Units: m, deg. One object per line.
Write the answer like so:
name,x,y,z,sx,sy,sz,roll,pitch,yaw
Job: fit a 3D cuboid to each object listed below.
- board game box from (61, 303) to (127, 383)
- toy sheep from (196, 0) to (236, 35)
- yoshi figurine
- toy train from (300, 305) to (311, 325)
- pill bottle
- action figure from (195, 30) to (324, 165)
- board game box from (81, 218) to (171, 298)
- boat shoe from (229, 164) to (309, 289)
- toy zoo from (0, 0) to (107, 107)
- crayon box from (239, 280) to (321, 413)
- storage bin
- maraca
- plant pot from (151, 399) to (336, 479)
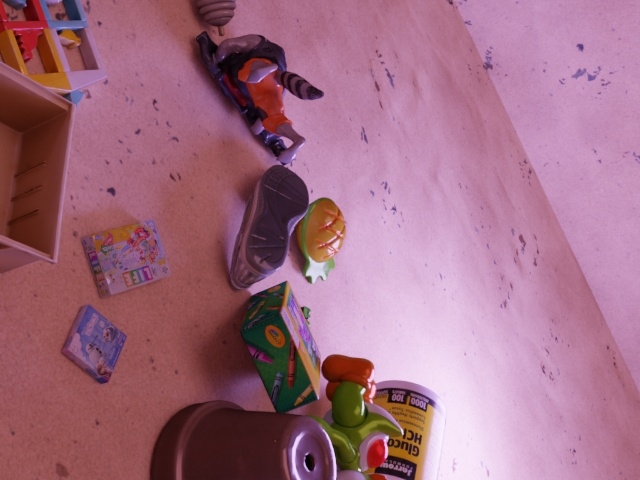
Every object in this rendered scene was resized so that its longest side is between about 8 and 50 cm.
board game box,-0.350,0.161,1.498,0.090,0.020,0.090,47,40,-33
toy sheep,-0.211,-0.484,1.971,0.091,0.091,0.132,-22,99,-58
yoshi figurine,0.012,0.406,1.788,0.203,0.203,0.362,24,53,-27
toy train,-0.034,0.173,1.979,0.023,0.017,0.083,30,51,-35
pill bottle,0.144,0.464,1.945,0.188,0.188,0.334,50,38,-31
action figure,-0.089,-0.291,1.943,0.341,0.178,0.330,53,8,-35
board game box,-0.320,0.028,1.603,0.154,0.026,0.103,-21,93,-58
boat shoe,-0.106,-0.033,1.910,0.118,0.103,0.320,34,39,-18
toy zoo,-0.456,-0.353,1.579,0.192,0.030,0.293,-22,93,-58
crayon box,-0.067,0.187,1.750,0.278,0.081,0.165,-87,154,-81
storage bin,-0.489,-0.116,1.325,0.260,0.123,0.262,31,51,-47
maraca,0.000,0.000,2.047,0.127,0.099,0.186,-11,109,-48
plant pot,-0.104,0.378,1.573,0.263,0.229,0.263,33,49,-47
